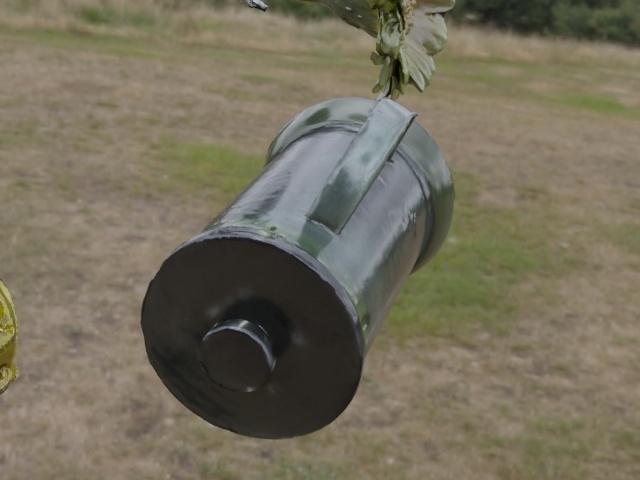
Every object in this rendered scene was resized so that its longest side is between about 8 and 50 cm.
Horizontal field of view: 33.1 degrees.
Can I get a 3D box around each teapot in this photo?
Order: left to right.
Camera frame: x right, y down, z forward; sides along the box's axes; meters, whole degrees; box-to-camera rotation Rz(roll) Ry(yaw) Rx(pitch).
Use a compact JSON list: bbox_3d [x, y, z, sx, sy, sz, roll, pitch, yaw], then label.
[{"bbox_3d":[0.000,0.000,0.922,0.200,0.270,0.337,34,31,2],"label":"teapot"}]

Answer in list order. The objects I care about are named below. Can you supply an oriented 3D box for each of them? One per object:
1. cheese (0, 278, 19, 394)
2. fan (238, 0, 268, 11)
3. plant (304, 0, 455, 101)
[{"bbox_3d":[-0.412,0.063,1.169,0.064,0.250,0.156,-13,24,36],"label":"cheese"},{"bbox_3d":[-0.128,-0.266,1.018,0.229,0.011,0.335,11,20,-33],"label":"fan"},{"bbox_3d":[0.083,-0.333,1.533,0.297,0.261,0.306,-22,40,30],"label":"plant"}]
